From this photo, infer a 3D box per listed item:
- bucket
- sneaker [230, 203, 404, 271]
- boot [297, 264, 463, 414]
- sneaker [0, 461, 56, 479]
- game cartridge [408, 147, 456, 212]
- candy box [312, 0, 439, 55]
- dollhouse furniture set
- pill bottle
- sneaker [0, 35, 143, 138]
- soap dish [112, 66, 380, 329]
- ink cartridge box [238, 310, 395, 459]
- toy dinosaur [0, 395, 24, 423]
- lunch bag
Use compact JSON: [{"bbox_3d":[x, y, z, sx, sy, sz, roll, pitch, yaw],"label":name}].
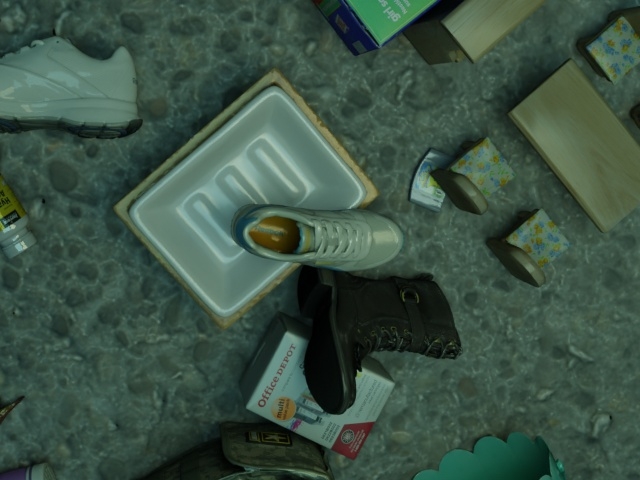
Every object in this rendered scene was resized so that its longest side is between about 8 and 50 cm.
[{"bbox_3d":[0.243,0.422,1.811,0.281,0.281,0.183,-32,103,-2],"label":"bucket"},{"bbox_3d":[0.000,0.000,1.672,0.229,0.092,0.087,3,97,-10],"label":"sneaker"},{"bbox_3d":[0.093,0.130,1.741,0.229,0.263,0.091,12,137,-23],"label":"boot"},{"bbox_3d":[-0.425,0.465,1.781,0.161,0.102,0.282,-15,71,-1],"label":"sneaker"},{"bbox_3d":[0.160,-0.087,1.841,0.056,0.017,0.083,21,95,-7],"label":"game cartridge"},{"bbox_3d":[0.146,-0.382,1.662,0.317,0.268,0.122,-40,99,0],"label":"candy box"},{"bbox_3d":[0.316,-0.190,1.716,0.362,0.256,0.394,-41,101,-3],"label":"dollhouse furniture set"},{"bbox_3d":[-0.436,-0.036,1.739,0.065,0.065,0.116,-32,103,-2],"label":"pill bottle"},{"bbox_3d":[-0.386,-0.208,1.713,0.297,0.111,0.129,3,83,-12],"label":"sneaker"},{"bbox_3d":[-0.100,-0.058,1.756,0.291,0.118,0.229,-41,102,0],"label":"soap dish"},{"bbox_3d":[-0.009,0.202,1.806,0.176,0.127,0.128,27,95,-10],"label":"ink cartridge box"},{"bbox_3d":[-0.460,0.263,1.798,0.090,0.047,0.082,0,118,-19],"label":"toy dinosaur"},{"bbox_3d":[-0.116,0.354,1.760,0.287,0.235,0.169,-29,99,-3],"label":"lunch bag"}]
